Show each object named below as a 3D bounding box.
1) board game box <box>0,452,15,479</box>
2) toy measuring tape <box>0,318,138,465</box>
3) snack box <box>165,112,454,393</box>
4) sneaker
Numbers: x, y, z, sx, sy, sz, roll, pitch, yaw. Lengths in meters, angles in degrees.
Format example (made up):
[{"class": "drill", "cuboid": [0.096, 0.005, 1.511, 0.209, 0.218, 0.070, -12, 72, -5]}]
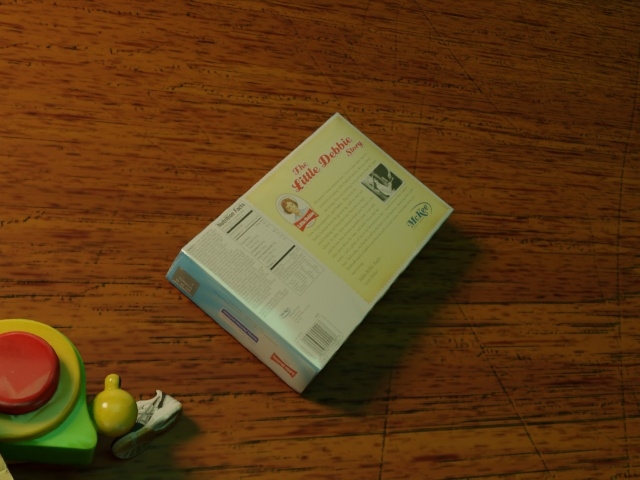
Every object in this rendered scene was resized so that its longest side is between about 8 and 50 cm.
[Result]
[{"class": "board game box", "cuboid": [-0.372, 0.237, 0.684, 0.347, 0.056, 0.208, -27, 75, -22]}, {"class": "toy measuring tape", "cuboid": [-0.315, 0.117, 0.841, 0.330, 0.121, 0.121, 7, 52, -12]}, {"class": "snack box", "cuboid": [0.000, 0.000, 1.133, 0.187, 0.060, 0.322, 41, 46, 4]}, {"class": "sneaker", "cuboid": [-0.166, 0.168, 0.936, 0.037, 0.032, 0.083, 36, 40, 19]}]
